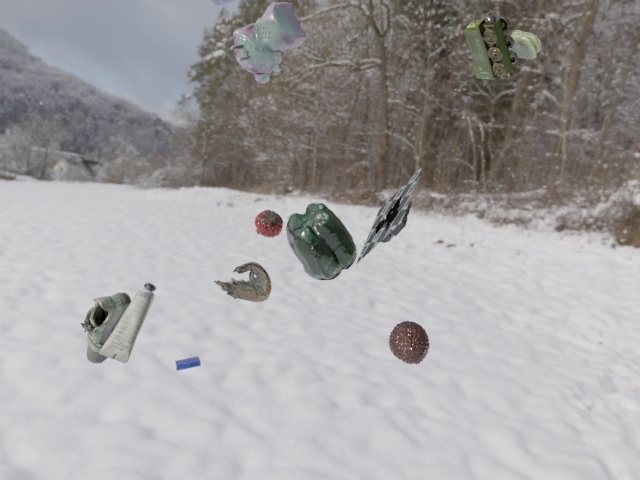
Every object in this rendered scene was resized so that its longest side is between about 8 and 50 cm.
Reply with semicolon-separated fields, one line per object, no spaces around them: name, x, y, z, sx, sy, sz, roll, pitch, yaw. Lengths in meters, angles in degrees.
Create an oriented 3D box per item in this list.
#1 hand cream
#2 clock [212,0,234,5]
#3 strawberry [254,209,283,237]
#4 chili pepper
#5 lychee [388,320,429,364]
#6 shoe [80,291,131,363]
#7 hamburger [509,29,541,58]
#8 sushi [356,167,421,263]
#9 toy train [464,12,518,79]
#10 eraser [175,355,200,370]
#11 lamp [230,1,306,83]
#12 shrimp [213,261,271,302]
hand cream;-0.519;0.222;1.403;0.080;0.234;0.050;19;-36;-2
clock;-0.219;-0.660;1.170;0.144;0.073;0.193;-14;-33;7
strawberry;-0.237;-0.083;2.367;0.145;0.086;0.145;9;45;-9
chili pepper;0.000;0.000;1.905;0.257;0.233;0.248;60;-11;-31
lychee;0.386;0.443;2.170;0.188;0.188;0.188;11;5;-1
shoe;-0.792;0.312;1.793;0.109;0.293;0.149;34;11;27
hamburger;0.678;-0.664;1.710;0.084;0.054;0.121;49;-7;-33
sushi;0.200;-0.054;1.344;0.047;0.231;0.220;33;-41;-8
toy train;0.549;-0.626;1.647;0.137;0.090;0.226;27;-22;48
eraser;-0.472;0.438;1.807;0.084;0.027;0.063;-8;3;-19
lamp;-0.232;-0.795;2.048;0.301;0.247;0.247;-23;11;44
shrimp;-0.228;0.120;1.530;0.047;0.126;0.223;-15;-20;35
